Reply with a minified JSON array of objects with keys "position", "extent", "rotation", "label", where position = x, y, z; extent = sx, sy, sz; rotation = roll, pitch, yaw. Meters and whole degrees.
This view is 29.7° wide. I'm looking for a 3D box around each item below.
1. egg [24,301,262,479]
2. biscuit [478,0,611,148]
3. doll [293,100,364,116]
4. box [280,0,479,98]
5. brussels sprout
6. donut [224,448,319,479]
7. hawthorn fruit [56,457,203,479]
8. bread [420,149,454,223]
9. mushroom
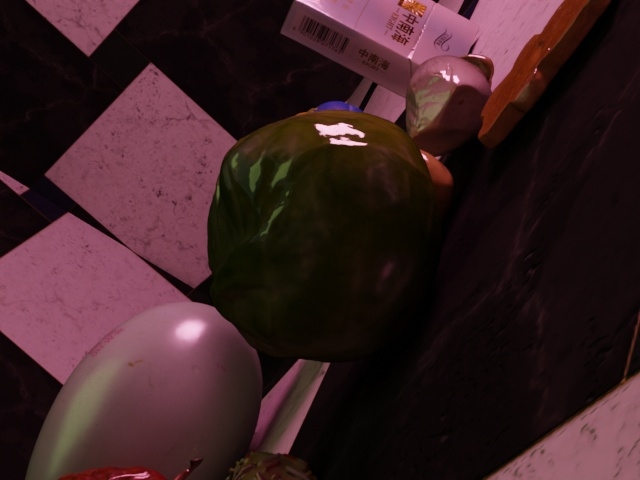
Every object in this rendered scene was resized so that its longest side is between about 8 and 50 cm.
[{"position":[-0.212,0.239,1.430],"extent":[0.371,0.230,0.230],"rotation":[-57,5,-21],"label":"egg"},{"position":[0.199,-0.161,1.066],"extent":[0.184,0.027,0.133],"rotation":[-55,5,16],"label":"biscuit"},{"position":[-0.010,-0.077,1.803],"extent":[0.242,0.160,0.311],"rotation":[-52,18,31],"label":"doll"},{"position":[0.085,-0.289,1.653],"extent":[0.067,0.243,0.155],"rotation":[-61,3,47],"label":"box"},{"position":[0.000,0.000,1.050],"extent":[0.244,0.244,0.244],"rotation":[-57,6,9],"label":"brussels sprout"},{"position":[-0.070,0.247,1.001],"extent":[0.174,0.068,0.174],"rotation":[-58,6,10],"label":"donut"},{"position":[-0.202,0.308,1.230],"extent":[0.243,0.207,0.207],"rotation":[-45,-3,-34],"label":"hawthorn fruit"},{"position":[0.090,-0.030,1.151],"extent":[0.082,0.056,0.115],"rotation":[58,135,54],"label":"bread"},{"position":[0.135,-0.144,1.251],"extent":[0.212,0.088,0.096],"rotation":[-58,-31,-74],"label":"mushroom"}]
